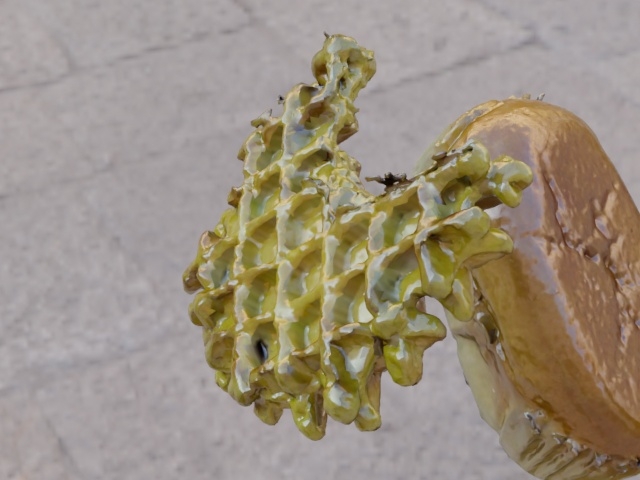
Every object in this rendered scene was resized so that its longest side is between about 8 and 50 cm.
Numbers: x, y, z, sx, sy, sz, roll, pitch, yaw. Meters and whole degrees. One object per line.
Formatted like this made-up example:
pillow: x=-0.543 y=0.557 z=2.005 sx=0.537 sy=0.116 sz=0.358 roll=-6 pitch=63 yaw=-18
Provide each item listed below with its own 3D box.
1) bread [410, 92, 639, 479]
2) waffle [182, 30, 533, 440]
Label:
bread: x=0.226 y=0.053 z=1.525 sx=0.236 sy=0.389 sz=0.183 roll=-28 pitch=-3 yaw=-33
waffle: x=0.000 y=0.000 z=1.092 sx=0.069 sy=0.260 sz=0.293 roll=29 pitch=7 yaw=-35
